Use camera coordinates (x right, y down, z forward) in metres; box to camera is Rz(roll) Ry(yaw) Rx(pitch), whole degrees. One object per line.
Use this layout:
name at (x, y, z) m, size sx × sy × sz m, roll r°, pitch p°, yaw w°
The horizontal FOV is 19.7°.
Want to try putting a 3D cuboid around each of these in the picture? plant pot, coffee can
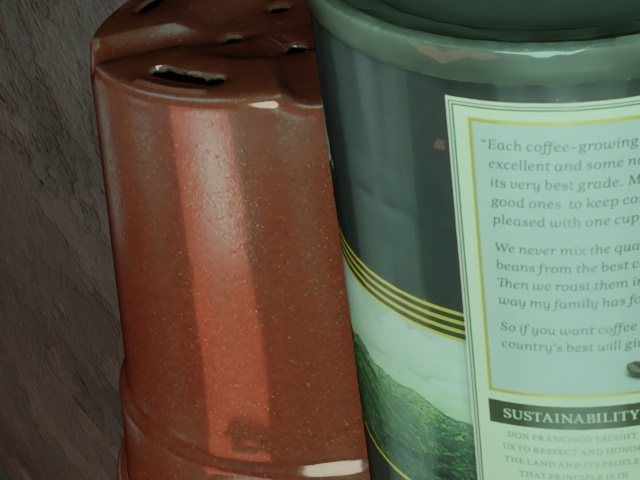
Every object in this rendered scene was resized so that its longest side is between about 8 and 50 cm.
plant pot at (0.000, 0.000, 0.981) m, size 0.272 × 0.272 × 0.265 m, roll 30°, pitch 138°, yaw 49°
coffee can at (0.106, -0.003, 0.753) m, size 0.201 × 0.201 × 0.275 m, roll 33°, pitch 140°, yaw 46°
